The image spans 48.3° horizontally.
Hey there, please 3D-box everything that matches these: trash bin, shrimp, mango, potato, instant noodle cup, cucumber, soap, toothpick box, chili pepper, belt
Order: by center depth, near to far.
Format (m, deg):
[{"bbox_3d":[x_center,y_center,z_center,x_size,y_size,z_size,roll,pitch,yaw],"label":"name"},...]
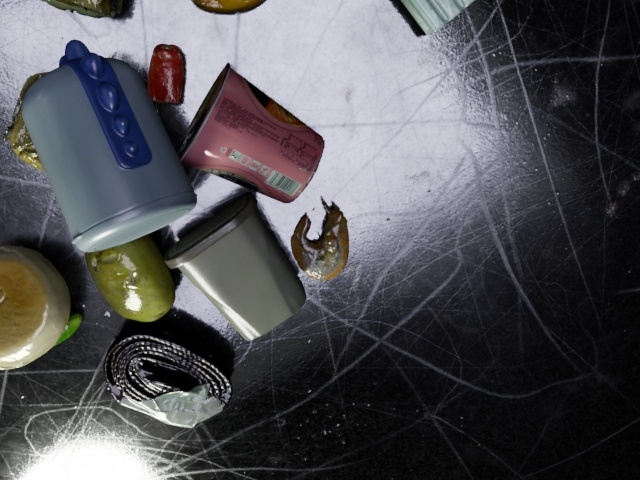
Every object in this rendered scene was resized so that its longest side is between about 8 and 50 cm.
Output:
[{"bbox_3d":[-0.395,-0.183,1.310,0.263,0.263,0.354,-24,90,0],"label":"toothpick box"},{"bbox_3d":[-0.180,-0.519,1.463,0.188,0.066,0.101,-16,111,4],"label":"mango"},{"bbox_3d":[-0.139,-0.201,1.469,0.255,0.244,0.244,27,99,-19],"label":"instant noodle cup"},{"bbox_3d":[0.209,-0.580,1.470,0.160,0.087,0.265,-40,103,4],"label":"soap"},{"bbox_3d":[-0.318,-0.346,1.486,0.070,0.073,0.123,-8,110,-47],"label":"chili pepper"},{"bbox_3d":[-0.405,0.061,1.508,0.149,0.197,0.228,-25,136,-19],"label":"potato"},{"bbox_3d":[-0.167,0.058,1.517,0.220,0.219,0.250,-34,109,5],"label":"trash bin"},{"bbox_3d":[-0.334,0.300,1.577,0.289,0.164,0.184,26,93,-12],"label":"belt"},{"bbox_3d":[-0.642,0.230,1.588,0.250,0.056,0.056,-25,103,0],"label":"cucumber"},{"bbox_3d":[0.001,0.001,1.597,0.133,0.051,0.187,5,105,-6],"label":"shrimp"}]

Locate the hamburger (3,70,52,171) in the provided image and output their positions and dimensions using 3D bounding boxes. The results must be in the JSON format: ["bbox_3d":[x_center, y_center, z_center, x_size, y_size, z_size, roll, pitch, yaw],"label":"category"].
[{"bbox_3d":[-0.540,-0.237,1.475,0.183,0.130,0.206,22,81,-11],"label":"hamburger"}]

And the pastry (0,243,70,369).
[{"bbox_3d":[-0.655,0.140,1.507,0.265,0.133,0.264,0,85,1],"label":"pastry"}]

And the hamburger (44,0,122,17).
[{"bbox_3d":[-0.523,-0.567,1.385,0.309,0.132,0.211,15,100,-8],"label":"hamburger"}]
